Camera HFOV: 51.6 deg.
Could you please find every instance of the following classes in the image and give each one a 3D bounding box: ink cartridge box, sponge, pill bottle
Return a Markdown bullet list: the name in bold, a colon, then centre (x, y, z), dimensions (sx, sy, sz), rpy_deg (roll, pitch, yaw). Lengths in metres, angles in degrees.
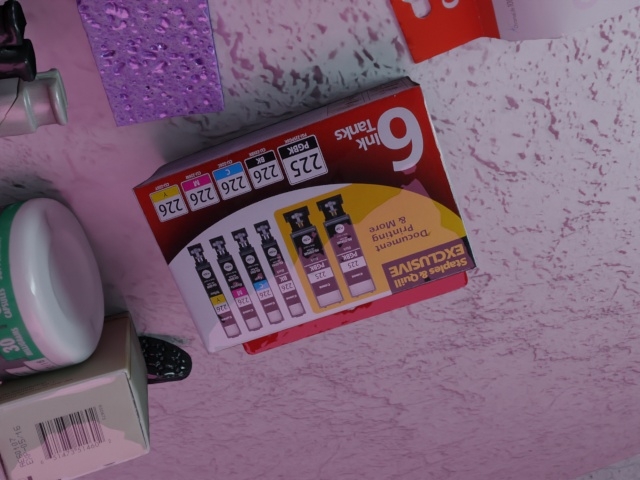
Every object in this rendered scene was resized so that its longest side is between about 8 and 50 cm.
- **ink cartridge box**: centre (0.000, 0.000, 0.744), dimensions (0.310, 0.130, 0.271), rpy_deg (-19, 107, 8)
- **ink cartridge box**: centre (0.180, -0.262, 0.623), dimensions (0.233, 0.066, 0.189), rpy_deg (-24, 141, 11)
- **sponge**: centre (-0.162, -0.201, 0.631), dimensions (0.117, 0.031, 0.210), rpy_deg (-8, 143, -5)
- **pill bottle**: centre (-0.465, 0.083, 0.782), dimensions (0.361, 0.204, 0.204), rpy_deg (-13, 143, 2)

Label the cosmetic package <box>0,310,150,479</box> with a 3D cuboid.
- **cosmetic package**: centre (-0.317, 0.196, 0.877), dimensions (0.160, 0.309, 0.113), rpy_deg (-15, 101, -14)

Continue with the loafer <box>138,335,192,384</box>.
- **loafer**: centre (-0.325, 0.199, 1.085), dimensions (0.224, 0.076, 0.078), rpy_deg (9, 144, -17)

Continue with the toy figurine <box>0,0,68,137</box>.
- **toy figurine**: centre (-0.280, -0.173, 0.469), dimensions (0.148, 0.212, 0.209), rpy_deg (-10, 179, -12)
